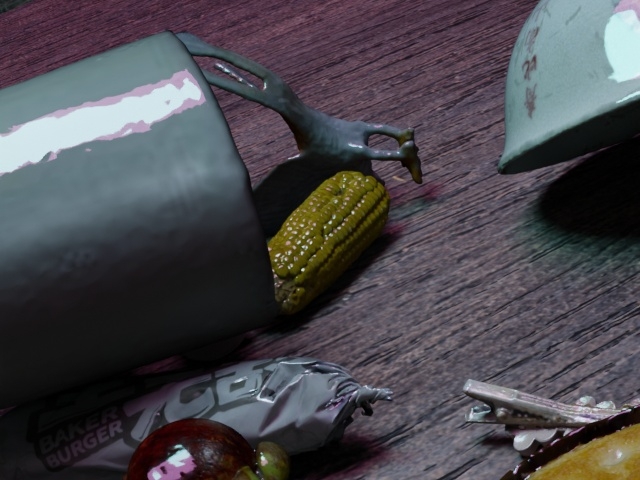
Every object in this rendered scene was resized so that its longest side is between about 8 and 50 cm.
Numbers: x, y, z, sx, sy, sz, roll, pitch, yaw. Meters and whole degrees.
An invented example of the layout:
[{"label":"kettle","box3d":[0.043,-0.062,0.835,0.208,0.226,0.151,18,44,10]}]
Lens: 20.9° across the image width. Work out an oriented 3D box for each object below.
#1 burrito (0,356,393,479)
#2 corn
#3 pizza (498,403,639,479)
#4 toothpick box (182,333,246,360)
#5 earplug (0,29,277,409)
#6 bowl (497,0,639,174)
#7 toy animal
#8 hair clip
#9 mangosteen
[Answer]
[{"label":"burrito","box3d":[-0.126,0.175,1.674,0.445,0.101,0.139,-11,13,22]},{"label":"corn","box3d":[0.000,0.000,1.976,0.097,0.097,0.261,-2,29,34]},{"label":"pizza","box3d":[0.282,0.201,1.341,0.251,0.074,0.288,-37,32,-32]},{"label":"toothpick box","box3d":[-0.148,0.065,1.933,0.098,0.098,0.149,-25,25,-15]},{"label":"earplug","box3d":[-0.277,-0.006,1.695,0.394,0.312,0.312,-18,23,-11]},{"label":"bowl","box3d":[0.364,-0.239,1.892,0.435,0.196,0.435,-20,-5,-2]},{"label":"toy animal","box3d":[-0.020,-0.146,2.070,0.302,0.284,0.225,9,69,5]},{"label":"hair clip","box3d":[0.223,0.159,1.518,0.214,0.056,0.062,5,45,27]},{"label":"mangosteen","box3d":[-0.083,0.219,1.483,0.181,0.145,0.156,-14,21,9]}]
